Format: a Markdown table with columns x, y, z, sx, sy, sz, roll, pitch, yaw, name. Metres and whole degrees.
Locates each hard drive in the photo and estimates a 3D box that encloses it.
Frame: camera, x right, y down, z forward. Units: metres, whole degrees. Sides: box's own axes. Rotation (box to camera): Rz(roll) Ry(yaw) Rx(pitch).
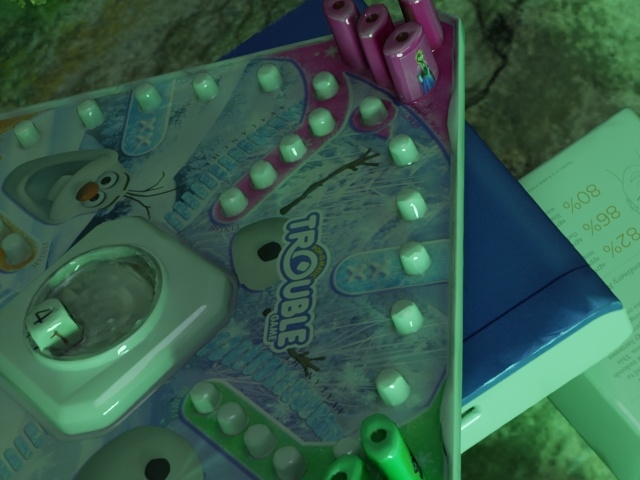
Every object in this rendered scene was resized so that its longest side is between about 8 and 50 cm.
| x | y | z | sx | sy | sz | roll | pitch | yaw | name |
| --- | --- | --- | --- | --- | --- | --- | --- | --- | --- |
| 0.000 | 0.000 | 0.942 | 0.210 | 0.040 | 0.318 | -34 | 47 | -1 | hard drive |

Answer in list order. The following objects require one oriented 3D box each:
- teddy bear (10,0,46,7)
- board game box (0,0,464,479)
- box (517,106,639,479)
| x | y | z | sx | sy | sz | roll | pitch | yaw | name |
| --- | --- | --- | --- | --- | --- | --- | --- | --- | --- |
| -0.273 | -0.230 | 1.085 | 0.245 | 0.113 | 0.338 | 6 | 56 | -16 | teddy bear |
| -0.119 | 0.033 | 0.885 | 0.390 | 0.050 | 0.390 | -11 | 45 | 17 | board game box |
| 0.177 | 0.035 | 0.960 | 0.130 | 0.091 | 0.170 | -34 | 67 | -12 | box |
